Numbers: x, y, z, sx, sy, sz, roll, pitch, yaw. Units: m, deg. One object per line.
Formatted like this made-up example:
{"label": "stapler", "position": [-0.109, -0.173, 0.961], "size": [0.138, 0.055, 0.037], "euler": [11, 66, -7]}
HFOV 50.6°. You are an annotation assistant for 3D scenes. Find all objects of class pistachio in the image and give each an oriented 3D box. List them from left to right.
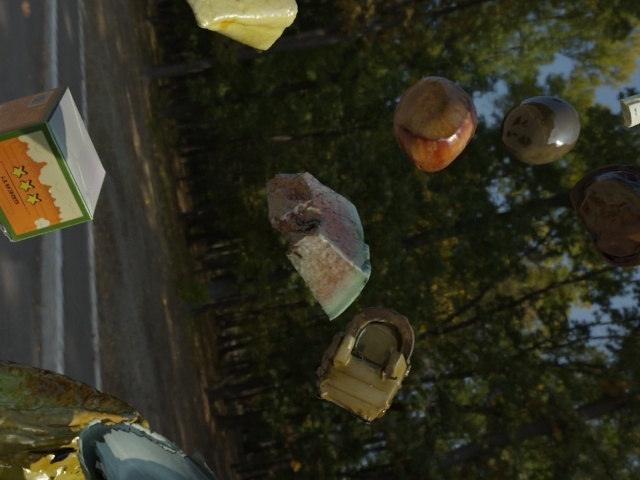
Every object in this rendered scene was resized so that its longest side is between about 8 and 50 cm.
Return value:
{"label": "pistachio", "position": [0.498, -0.043, 1.093], "size": [0.210, 0.165, 0.130], "euler": [39, 7, 40]}

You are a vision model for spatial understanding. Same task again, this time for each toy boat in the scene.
{"label": "toy boat", "position": [0.061, 0.134, 0.785], "size": [0.310, 0.089, 0.115], "euler": [44, 69, -78]}

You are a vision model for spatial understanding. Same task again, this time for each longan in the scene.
{"label": "longan", "position": [0.313, -0.159, 0.957], "size": [0.106, 0.119, 0.106], "euler": [22, -54, 34]}

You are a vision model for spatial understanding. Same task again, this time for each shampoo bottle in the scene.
{"label": "shampoo bottle", "position": [0.567, -0.236, 1.118], "size": [0.034, 0.141, 0.049], "euler": [-101, 168, -75]}

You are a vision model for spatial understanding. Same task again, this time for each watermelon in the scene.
{"label": "watermelon", "position": [0.016, -0.002, 1.505], "size": [0.302, 0.151, 0.264], "euler": [53, 21, -37]}

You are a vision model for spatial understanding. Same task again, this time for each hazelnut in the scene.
{"label": "hazelnut", "position": [0.194, -0.196, 1.159], "size": [0.150, 0.150, 0.150], "euler": [170, -90, -81]}

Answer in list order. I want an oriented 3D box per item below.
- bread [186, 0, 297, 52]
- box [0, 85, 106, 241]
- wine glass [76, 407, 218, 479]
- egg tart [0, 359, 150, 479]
{"label": "bread", "position": [-0.158, -0.372, 0.903], "size": [0.135, 0.178, 0.240], "euler": [-28, -99, 55]}
{"label": "box", "position": [-0.467, -0.130, 1.120], "size": [0.195, 0.148, 0.177], "euler": [-109, -176, -59]}
{"label": "wine glass", "position": [-0.236, 0.334, 0.580], "size": [0.190, 0.357, 0.190], "euler": [42, 3, -3]}
{"label": "egg tart", "position": [-0.331, 0.206, 0.724], "size": [0.294, 0.294, 0.123], "euler": [149, -42, -80]}
